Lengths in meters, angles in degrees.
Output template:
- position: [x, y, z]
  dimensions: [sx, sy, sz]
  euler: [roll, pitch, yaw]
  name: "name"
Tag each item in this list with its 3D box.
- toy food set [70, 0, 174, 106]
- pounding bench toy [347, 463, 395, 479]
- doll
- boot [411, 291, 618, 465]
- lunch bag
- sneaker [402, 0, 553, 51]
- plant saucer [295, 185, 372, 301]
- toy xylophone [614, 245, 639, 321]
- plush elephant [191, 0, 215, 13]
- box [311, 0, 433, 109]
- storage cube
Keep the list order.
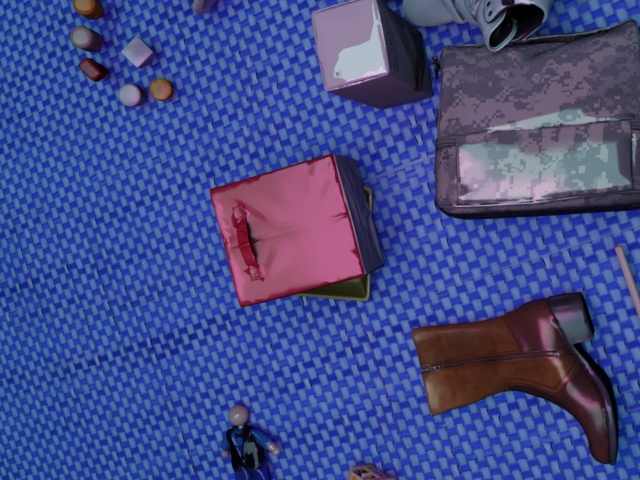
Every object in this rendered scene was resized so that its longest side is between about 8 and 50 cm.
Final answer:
- position: [-0.362, -0.325, 1.419]
  dimensions: [0.232, 0.104, 0.111]
  euler: [44, 95, -7]
  name: "toy food set"
- position: [0.091, 0.410, 1.329]
  dimensions: [0.065, 0.083, 0.052]
  euler: [20, 101, 50]
  name: "pounding bench toy"
- position: [-0.126, 0.385, 1.406]
  dimensions: [0.129, 0.046, 0.188]
  euler: [-17, 83, 30]
  name: "doll"
- position: [0.295, 0.233, 1.212]
  dimensions: [0.281, 0.096, 0.264]
  euler: [-18, 89, 22]
  name: "boot"
- position: [0.312, -0.165, 1.106]
  dimensions: [0.305, 0.212, 0.255]
  euler: [-3, 88, 18]
  name: "lunch bag"
- position: [0.206, -0.323, 1.097]
  dimensions: [0.256, 0.094, 0.151]
  euler: [-11, 52, 43]
  name: "sneaker"
- position: [0.000, 0.000, 1.325]
  dimensions: [0.189, 0.045, 0.188]
  euler: [3, 96, 19]
  name: "plant saucer"
- position: [0.542, 0.068, 1.087]
  dimensions: [0.236, 0.081, 0.322]
  euler: [-4, 102, 58]
  name: "toy xylophone"
- position: [-0.255, -0.502, 1.254]
  dimensions: [0.330, 0.272, 0.255]
  euler: [-6, 66, -2]
  name: "plush elephant"
- position: [0.083, -0.263, 1.146]
  dimensions: [0.094, 0.275, 0.113]
  euler: [-10, 91, 20]
  name: "box"
- position: [-0.028, -0.018, 1.201]
  dimensions: [0.193, 0.215, 0.183]
  euler: [-15, 89, 14]
  name: "storage cube"
